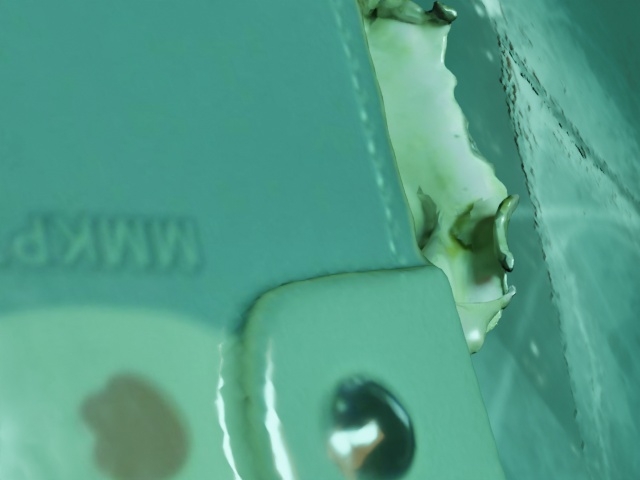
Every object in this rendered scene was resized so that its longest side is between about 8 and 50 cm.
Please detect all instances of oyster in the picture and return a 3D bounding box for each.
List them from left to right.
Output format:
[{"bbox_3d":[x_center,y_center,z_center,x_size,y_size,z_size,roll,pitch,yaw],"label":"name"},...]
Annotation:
[{"bbox_3d":[0.006,-0.005,0.626,0.133,0.072,0.209,-12,61,-28],"label":"oyster"}]

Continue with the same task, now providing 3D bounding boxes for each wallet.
[{"bbox_3d":[-0.053,0.059,0.459,0.252,0.083,0.360,-2,70,-40],"label":"wallet"}]
